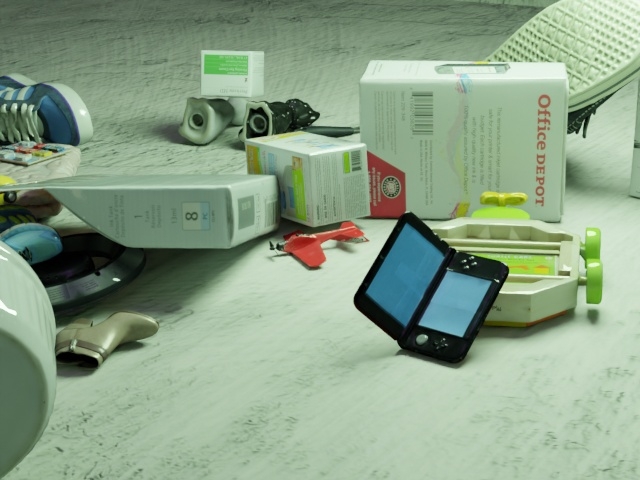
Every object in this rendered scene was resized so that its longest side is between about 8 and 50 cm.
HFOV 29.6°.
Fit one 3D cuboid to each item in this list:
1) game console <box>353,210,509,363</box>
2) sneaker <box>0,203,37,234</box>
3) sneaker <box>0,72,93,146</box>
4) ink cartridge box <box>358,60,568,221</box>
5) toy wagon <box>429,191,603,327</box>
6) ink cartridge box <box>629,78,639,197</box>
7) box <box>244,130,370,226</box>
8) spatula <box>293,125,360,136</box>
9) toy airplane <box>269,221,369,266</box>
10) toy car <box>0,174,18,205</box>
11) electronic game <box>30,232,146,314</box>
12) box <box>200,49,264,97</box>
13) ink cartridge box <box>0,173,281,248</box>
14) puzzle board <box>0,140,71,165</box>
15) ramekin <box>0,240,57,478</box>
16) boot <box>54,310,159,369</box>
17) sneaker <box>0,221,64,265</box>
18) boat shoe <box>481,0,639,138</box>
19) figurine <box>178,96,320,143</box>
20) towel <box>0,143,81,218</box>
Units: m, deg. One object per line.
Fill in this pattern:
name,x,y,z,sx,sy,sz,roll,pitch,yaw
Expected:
game console,0.131,0.052,1.408,0.124,0.085,0.144,14,61,35
sneaker,-0.467,-0.002,1.624,0.188,0.078,0.067,-7,38,-46
sneaker,-0.602,-0.213,2.270,0.236,0.130,0.322,-30,37,-34
ink cartridge box,0.217,-0.153,1.844,0.306,0.226,0.131,2,22,8
toy wagon,0.236,0.018,1.606,0.267,0.068,0.344,2,20,12
ink cartridge box,0.555,-0.169,1.898,0.082,0.191,0.139,14,25,37
box,-0.023,-0.097,1.854,0.103,0.114,0.203,-12,17,-29
spatula,0.079,-0.223,2.326,0.296,0.030,0.084,-13,25,-28
toy airplane,0.000,0.000,1.735,0.151,0.028,0.151,-3,19,1
toy car,-0.561,-0.019,1.762,0.224,0.053,0.239,-10,35,3
electronic game,-0.346,0.046,1.617,0.229,0.048,0.229,-9,21,4
box,-0.164,-0.311,2.263,0.101,0.087,0.102,3,10,11
ink cartridge box,-0.272,-0.043,1.708,0.384,0.091,0.308,-1,6,10
puzzle board,-0.507,-0.153,2.085,0.128,0.011,0.096,11,23,36
ramekin,-0.369,0.126,1.121,0.272,0.273,0.127,-11,34,-22
boot,-0.255,0.121,1.428,0.118,0.042,0.087,-2,26,4
sneaker,-0.408,0.031,1.563,0.162,0.063,0.073,-18,41,-8
boat shoe,0.388,-0.260,1.991,0.156,0.187,0.500,9,-20,-28
figurine,-0.134,-0.237,2.331,0.214,0.092,0.209,7,14,25
towel,-0.568,-0.091,2.012,0.316,0.054,0.332,-5,20,-4
